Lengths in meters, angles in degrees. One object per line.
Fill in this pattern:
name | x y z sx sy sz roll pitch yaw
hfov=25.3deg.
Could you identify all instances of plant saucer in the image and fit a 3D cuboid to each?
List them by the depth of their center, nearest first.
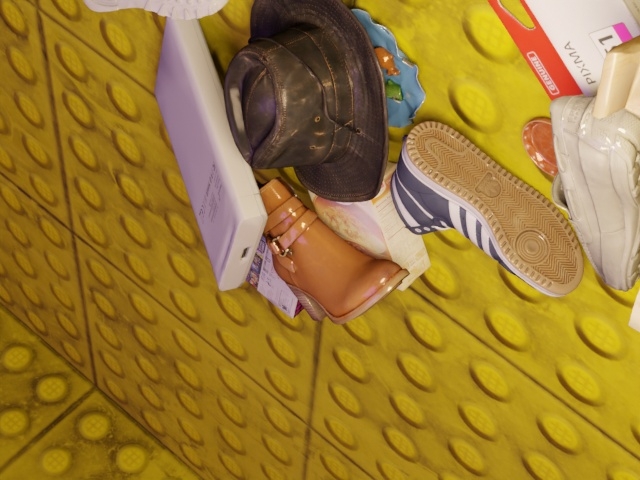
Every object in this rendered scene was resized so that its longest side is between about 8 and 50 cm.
plant saucer | 0.277 -0.111 1.694 0.083 0.013 0.083 35 150 23

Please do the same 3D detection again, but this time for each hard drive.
hard drive | -0.167 -0.132 2.098 0.233 0.047 0.353 113 140 -60

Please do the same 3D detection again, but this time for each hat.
hat | -0.044 -0.173 1.866 0.331 0.134 0.331 39 144 36

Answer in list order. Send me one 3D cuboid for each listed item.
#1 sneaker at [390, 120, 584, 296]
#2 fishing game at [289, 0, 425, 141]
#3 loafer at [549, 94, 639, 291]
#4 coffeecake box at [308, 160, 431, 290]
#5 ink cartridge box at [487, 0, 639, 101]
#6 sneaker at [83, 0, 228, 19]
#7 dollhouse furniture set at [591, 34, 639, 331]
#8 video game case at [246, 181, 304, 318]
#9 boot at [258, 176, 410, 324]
sneaker | 0.205 -0.023 1.824 0.282 0.099 0.153 43 157 5
fishing game | 0.060 -0.217 1.845 0.264 0.041 0.189 53 155 -10
loafer | 0.315 -0.054 1.577 0.111 0.112 0.319 22 153 27
coffeecake box | 0.065 -0.034 2.042 0.142 0.068 0.185 21 142 45
ink cartridge box | 0.238 -0.263 1.506 0.275 0.060 0.239 55 151 -13
sneaker | -0.226 -0.371 2.019 0.235 0.095 0.090 11 119 22
dollhouse furniture set | 0.464 -0.087 1.312 0.362 0.256 0.394 30 127 30
video game case | -0.097 0.001 2.350 0.210 0.042 0.232 40 151 16
boot | 0.000 0.000 2.016 0.220 0.109 0.283 59 162 -8
